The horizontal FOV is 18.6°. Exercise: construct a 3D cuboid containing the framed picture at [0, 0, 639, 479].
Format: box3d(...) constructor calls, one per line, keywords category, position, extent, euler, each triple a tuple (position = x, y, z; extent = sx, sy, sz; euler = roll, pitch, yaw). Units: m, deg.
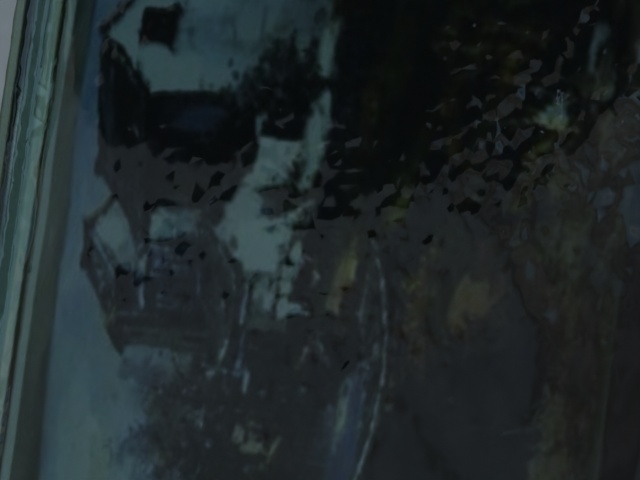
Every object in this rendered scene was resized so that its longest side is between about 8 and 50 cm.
box3d(category="framed picture", position=(0.000, 0.000, 0.489), extent=(0.232, 0.296, 0.019), euler=(4, -6, 31))
